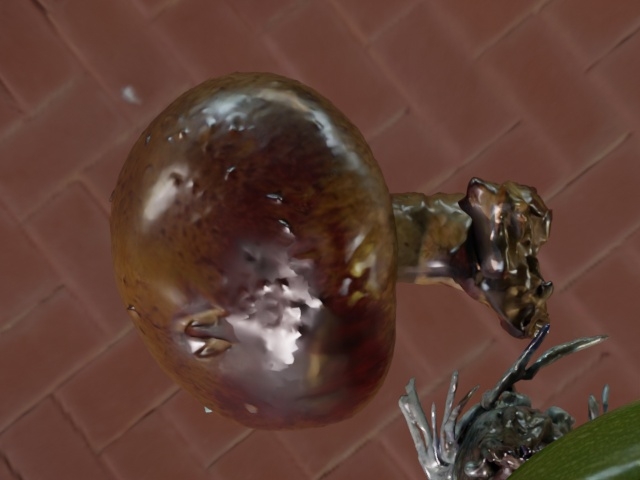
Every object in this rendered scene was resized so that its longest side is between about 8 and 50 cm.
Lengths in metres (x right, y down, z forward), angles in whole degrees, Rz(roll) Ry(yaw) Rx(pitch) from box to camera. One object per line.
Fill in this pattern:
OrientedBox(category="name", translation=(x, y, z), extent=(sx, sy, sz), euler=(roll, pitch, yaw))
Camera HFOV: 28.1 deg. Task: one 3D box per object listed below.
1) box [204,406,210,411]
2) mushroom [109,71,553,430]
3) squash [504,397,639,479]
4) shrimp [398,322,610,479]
OrientedBox(category="box", translation=(-0.076, 0.115, 1.576), extent=(0.229, 0.041, 0.162), euler=(-20, 80, 43))
OrientedBox(category="mushroom", translation=(-0.010, -0.012, 1.168), extent=(0.356, 0.331, 0.334), euler=(-39, 44, -17))
OrientedBox(category="squash", translation=(0.227, 0.080, 0.502), extent=(0.395, 0.107, 0.107), euler=(-24, 87, 14))
OrientedBox(category="shrimp", translation=(0.170, 0.188, 1.066), extent=(0.222, 0.410, 0.166), euler=(16, 65, 12))
